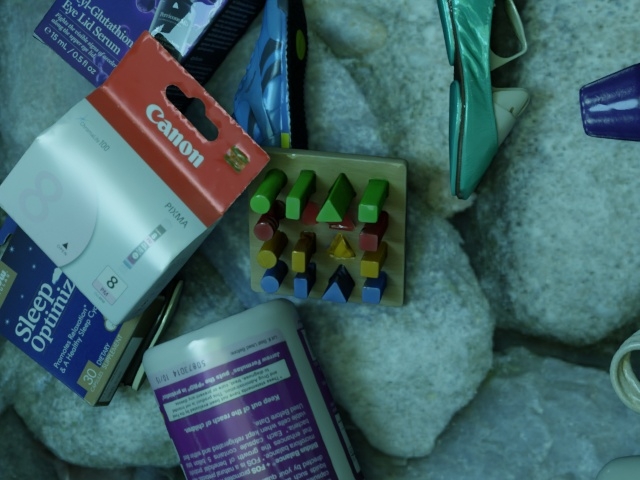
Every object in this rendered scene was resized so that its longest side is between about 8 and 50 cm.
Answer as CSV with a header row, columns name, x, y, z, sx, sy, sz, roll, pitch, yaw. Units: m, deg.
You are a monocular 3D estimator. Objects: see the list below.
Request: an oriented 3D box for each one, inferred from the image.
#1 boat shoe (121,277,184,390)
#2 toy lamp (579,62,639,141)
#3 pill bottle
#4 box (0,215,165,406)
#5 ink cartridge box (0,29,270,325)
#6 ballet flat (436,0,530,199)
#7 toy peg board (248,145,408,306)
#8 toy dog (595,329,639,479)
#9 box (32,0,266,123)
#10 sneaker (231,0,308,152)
name,x,y,z,sx,sy,sz,roll,pitch,yaw
boat shoe,-0.185,0.095,1.605,0.042,0.049,0.133,28,105,4
toy lamp,0.383,-0.140,1.418,0.275,0.080,0.080,-6,92,16
pill bottle,-0.052,0.223,1.514,0.169,0.169,0.301,-22,87,16
box,-0.284,0.060,1.614,0.225,0.036,0.136,34,102,25
ink cartridge box,-0.191,-0.060,1.490,0.189,0.066,0.232,46,119,8
ballet flat,0.161,-0.164,1.478,0.087,0.083,0.247,-5,94,2
toy peg board,0.000,0.000,1.500,0.161,0.079,0.160,6,117,12
toy dog,0.437,0.196,1.411,0.334,0.161,0.220,8,99,30
box,-0.164,-0.243,1.546,0.153,0.108,0.207,40,103,10
sneaker,-0.058,-0.162,1.543,0.082,0.069,0.209,2,94,19
